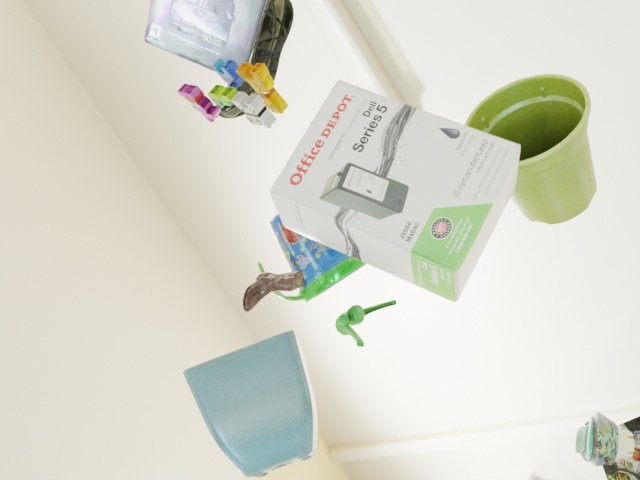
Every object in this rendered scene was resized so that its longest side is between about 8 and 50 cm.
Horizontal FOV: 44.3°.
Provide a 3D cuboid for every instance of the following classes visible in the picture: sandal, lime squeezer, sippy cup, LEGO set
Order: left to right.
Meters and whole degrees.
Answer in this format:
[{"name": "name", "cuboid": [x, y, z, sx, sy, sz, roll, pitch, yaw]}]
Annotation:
[{"name": "LEGO set", "cuboid": [-0.112, -0.216, 1.198, 0.087, 0.227, 0.093, -52, -53, -12]}, {"name": "sandal", "cuboid": [-0.153, -0.411, 1.758, 0.086, 0.302, 0.120, 36, -162, 31]}, {"name": "sippy cup", "cuboid": [0.000, 0.000, 1.952, 0.306, 0.240, 0.224, -29, -96, -43]}, {"name": "lime squeezer", "cuboid": [0.102, 0.198, 2.008, 0.310, 0.110, 0.058, -35, -71, -65]}]

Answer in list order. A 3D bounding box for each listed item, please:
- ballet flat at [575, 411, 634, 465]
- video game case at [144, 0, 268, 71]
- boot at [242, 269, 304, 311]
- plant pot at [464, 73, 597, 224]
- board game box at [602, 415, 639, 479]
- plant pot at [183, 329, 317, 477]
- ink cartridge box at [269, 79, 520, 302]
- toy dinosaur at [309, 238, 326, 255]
[{"name": "ballet flat", "cuboid": [0.368, 0.256, 1.006, 0.188, 0.070, 0.070, 40, -141, -73]}, {"name": "video game case", "cuboid": [-0.191, -0.413, 1.348, 0.196, 0.274, 0.026, 23, -129, -4]}, {"name": "boot", "cuboid": [-0.092, 0.100, 1.579, 0.037, 0.114, 0.106, 57, -134, -37]}, {"name": "plant pot", "cuboid": [0.486, -0.179, 1.732, 0.254, 0.276, 0.276, 53, -138, -38]}, {"name": "board game box", "cuboid": [0.713, 0.532, 1.757, 0.030, 0.136, 0.259, 39, -149, -37]}, {"name": "plant pot", "cuboid": [-0.123, 0.372, 1.708, 0.248, 0.247, 0.252, -21, -108, -4]}, {"name": "ink cartridge box", "cuboid": [0.100, -0.070, 1.055, 0.198, 0.273, 0.114, -60, -20, -18]}, {"name": "toy dinosaur", "cuboid": [0.120, -0.053, 1.594, 0.121, 0.314, 0.160, -35, -58, -50]}]
